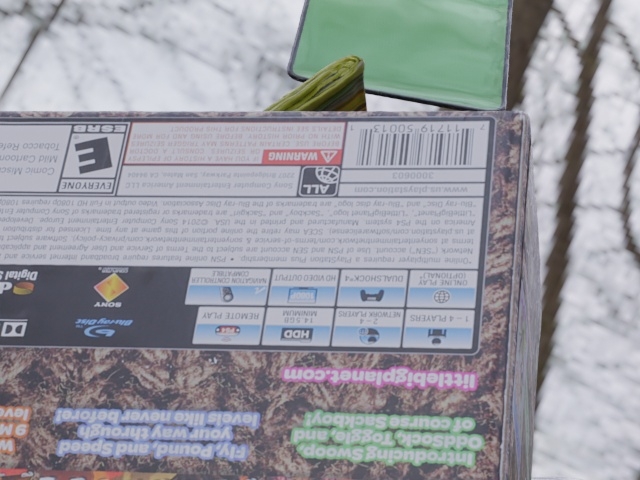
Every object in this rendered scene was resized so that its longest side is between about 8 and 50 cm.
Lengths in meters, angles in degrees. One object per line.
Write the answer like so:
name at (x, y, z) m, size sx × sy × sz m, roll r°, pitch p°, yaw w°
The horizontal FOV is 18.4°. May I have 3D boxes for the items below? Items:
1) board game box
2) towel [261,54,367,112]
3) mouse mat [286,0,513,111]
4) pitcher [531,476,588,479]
board game box at (-0.045, 0.107, 0.690) m, size 0.232 × 0.291 × 0.141 m, roll 1°, pitch -36°, yaw 10°
towel at (0.000, 0.000, 1.194) m, size 0.021 × 0.102 × 0.237 m, roll 38°, pitch -27°, yaw 35°
mouse mat at (0.060, -0.148, 1.408) m, size 0.153 × 0.189 × 0.007 m, roll 10°, pitch -56°, yaw 1°
pitcher at (0.118, 0.214, 1.238) m, size 0.207 × 0.125 × 0.178 m, roll 22°, pitch -39°, yaw -23°
